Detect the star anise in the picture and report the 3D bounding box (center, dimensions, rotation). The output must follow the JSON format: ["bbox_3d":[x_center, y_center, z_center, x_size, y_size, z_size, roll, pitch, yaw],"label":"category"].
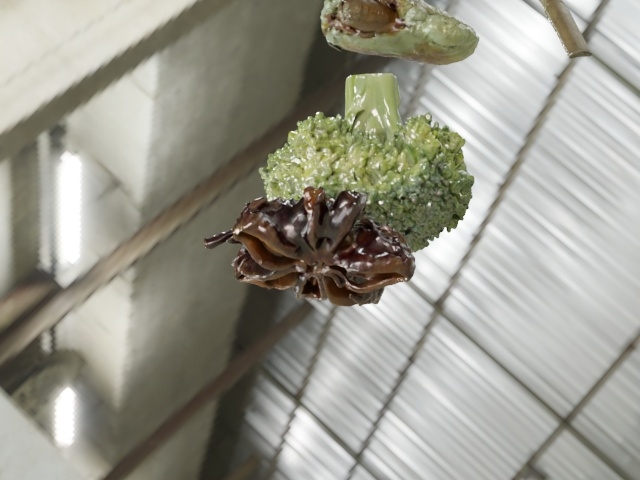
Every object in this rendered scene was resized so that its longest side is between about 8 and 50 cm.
[{"bbox_3d":[0.000,0.000,1.622,0.190,0.220,0.126,-24,45,59],"label":"star anise"}]

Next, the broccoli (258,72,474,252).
[{"bbox_3d":[0.058,-0.081,1.836,0.235,0.288,0.260,-83,-9,-67],"label":"broccoli"}]

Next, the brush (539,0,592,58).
[{"bbox_3d":[0.332,-0.368,2.025,0.043,0.248,0.036,-13,-28,-14],"label":"brush"}]

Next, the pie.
[{"bbox_3d":[0.131,-0.356,2.349,0.257,0.274,0.105,163,116,-81],"label":"pie"}]
